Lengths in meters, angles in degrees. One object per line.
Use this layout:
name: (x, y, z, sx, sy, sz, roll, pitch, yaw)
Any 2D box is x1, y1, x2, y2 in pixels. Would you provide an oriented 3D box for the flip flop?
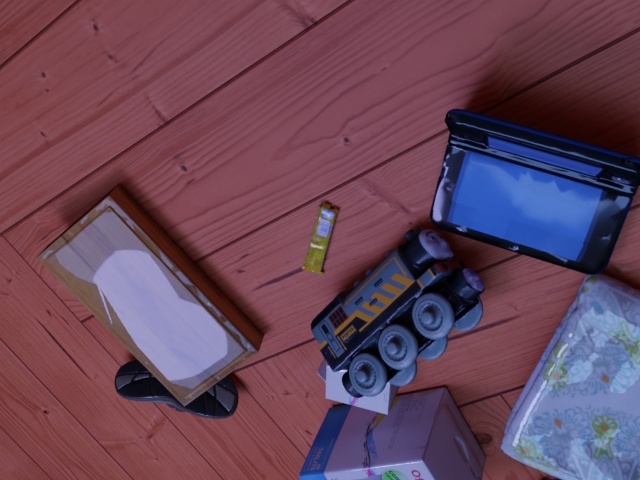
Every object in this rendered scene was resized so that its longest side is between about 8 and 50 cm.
flip flop: (-0.298, 0.314, 1.993, 0.277, 0.112, 0.080, 4, 152, 16)

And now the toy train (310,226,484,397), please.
toy train: (0.128, 0.128, 1.624, 0.334, 0.142, 0.190, -47, 67, 32)

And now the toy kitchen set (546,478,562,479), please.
toy kitchen set: (0.512, 0.497, 1.783, 0.166, 0.122, 0.207, 41, 149, -9)

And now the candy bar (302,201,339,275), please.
candy bar: (0.000, 0.000, 1.688, 0.040, 0.018, 0.161, 19, 128, 5)

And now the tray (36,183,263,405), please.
tray: (-0.324, 0.112, 1.832, 0.203, 0.076, 0.411, -37, 105, 18)

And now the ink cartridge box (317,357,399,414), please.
ink cartridge box: (0.074, 0.249, 1.786, 0.143, 0.092, 0.089, 12, 127, 16)

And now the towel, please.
towel: (0.513, 0.269, 1.575, 0.321, 0.090, 0.374, 23, 116, 4)

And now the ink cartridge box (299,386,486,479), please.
ink cartridge box: (0.143, 0.433, 1.817, 0.270, 0.197, 0.198, -17, 116, 31)

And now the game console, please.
game console: (0.312, -0.065, 1.409, 0.293, 0.250, 0.173, 17, 93, 11)
